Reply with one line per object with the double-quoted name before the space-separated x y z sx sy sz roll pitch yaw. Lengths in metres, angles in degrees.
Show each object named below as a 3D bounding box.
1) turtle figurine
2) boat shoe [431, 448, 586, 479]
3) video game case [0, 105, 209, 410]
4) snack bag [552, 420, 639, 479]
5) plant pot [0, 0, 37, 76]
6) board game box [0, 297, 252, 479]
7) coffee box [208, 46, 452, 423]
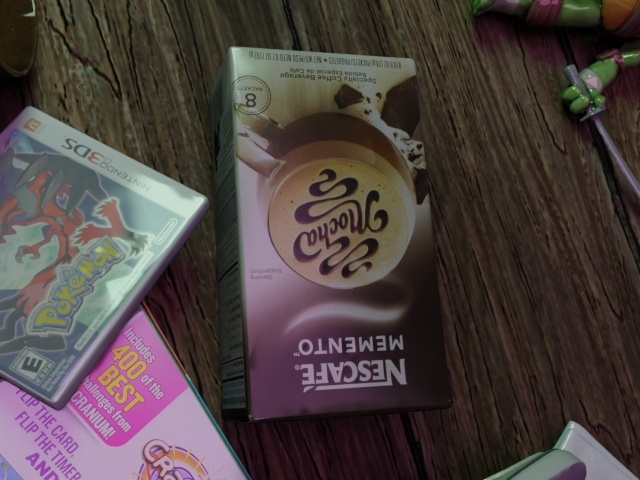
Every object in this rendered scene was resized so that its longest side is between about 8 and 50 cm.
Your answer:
"turtle figurine" 0.299 -0.223 0.749 0.266 0.198 0.275 21 69 -7
"boat shoe" 0.103 0.249 0.638 0.267 0.088 0.096 -34 132 -13
"video game case" -0.217 0.003 0.592 0.183 0.023 0.201 27 62 9
"snack bag" 0.273 0.396 0.682 0.342 0.037 0.323 41 69 -4
"plant pot" -0.361 -0.215 0.561 0.230 0.215 0.216 -9 80 -4
"board game box" -0.212 0.226 0.561 0.316 0.064 0.242 -31 87 -21
"coffee box" 0.000 0.000 0.647 0.168 0.119 0.298 -1 78 -17
